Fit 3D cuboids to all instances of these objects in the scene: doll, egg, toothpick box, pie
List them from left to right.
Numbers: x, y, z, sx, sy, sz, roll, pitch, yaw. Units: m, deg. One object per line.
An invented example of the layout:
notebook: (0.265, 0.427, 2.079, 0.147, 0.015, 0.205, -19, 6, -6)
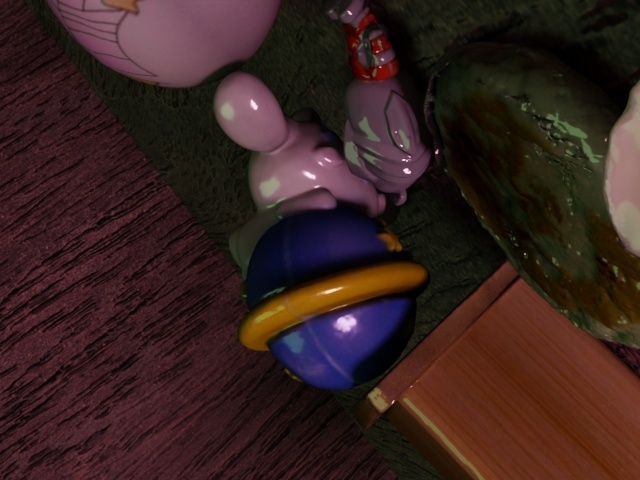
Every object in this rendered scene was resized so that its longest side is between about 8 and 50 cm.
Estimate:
egg: (-0.123, -0.216, 0.730, 0.196, 0.196, 0.271, 49, 162, 9)
doll: (0.002, 0.011, 0.843, 0.243, 0.159, 0.311, 57, -162, 14)
doll: (0.046, -0.108, 0.738, 0.094, 0.079, 0.180, -133, 22, -62)
pie: (0.153, -0.027, 0.613, 0.240, 0.054, 0.240, 50, 168, 15)
toothpick box: (0.199, 0.180, 0.779, 0.308, 0.187, 0.190, 45, 167, 10)

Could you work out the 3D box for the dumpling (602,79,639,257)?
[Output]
dumpling: (0.217, -0.009, 0.313, 0.216, 0.126, 0.166, -128, 34, -47)
